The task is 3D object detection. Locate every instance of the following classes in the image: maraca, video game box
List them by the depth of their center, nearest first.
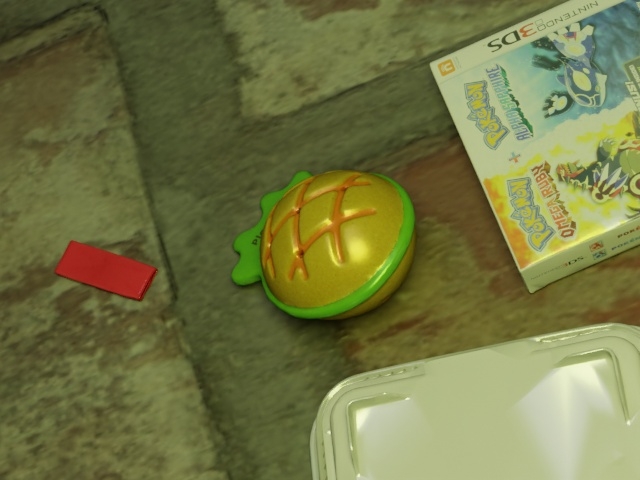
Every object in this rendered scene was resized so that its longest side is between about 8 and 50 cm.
[{"bbox_3d":[0.000,0.000,1.460,0.186,0.099,0.127,15,65,52],"label":"maraca"},{"bbox_3d":[0.202,-0.087,1.465,0.187,0.048,0.205,-25,59,7],"label":"video game box"}]

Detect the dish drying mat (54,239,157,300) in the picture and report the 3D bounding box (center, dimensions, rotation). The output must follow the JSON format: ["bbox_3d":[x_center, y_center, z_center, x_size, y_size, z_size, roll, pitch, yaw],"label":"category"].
[{"bbox_3d":[-0.172,0.024,1.551,0.083,0.008,0.032,16,69,25],"label":"dish drying mat"}]

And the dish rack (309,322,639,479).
[{"bbox_3d":[0.129,0.213,1.324,0.285,0.072,0.333,-13,60,12],"label":"dish rack"}]
